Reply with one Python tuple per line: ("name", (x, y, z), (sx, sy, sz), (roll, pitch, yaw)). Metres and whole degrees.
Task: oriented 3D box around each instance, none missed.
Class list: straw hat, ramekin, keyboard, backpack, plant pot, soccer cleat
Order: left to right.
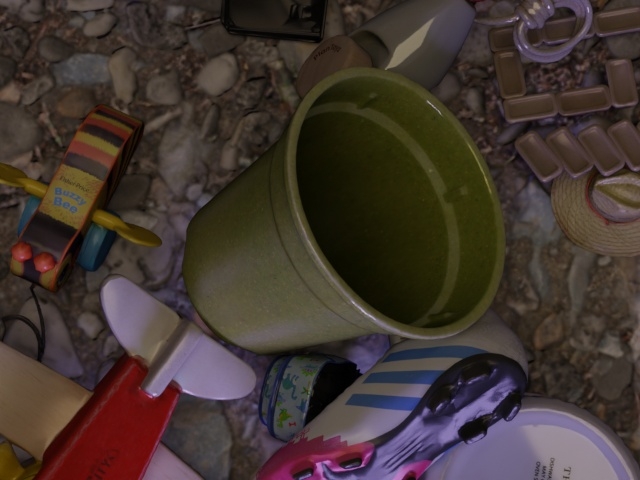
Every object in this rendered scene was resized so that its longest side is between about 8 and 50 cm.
("backpack", (-0.018, 0.169, 1.679), (0.084, 0.114, 0.105), (11, 87, 22))
("plant pot", (0.000, 0.000, 1.599), (0.276, 0.254, 0.276), (18, 60, -35))
("keyboard", (0.002, -0.377, 1.765), (0.202, 0.033, 0.317), (6, 86, 8))
("soccer cleat", (0.067, 0.184, 1.601), (0.331, 0.143, 0.116), (-33, 118, 16))
("ramekin", (0.214, 0.282, 1.636), (0.273, 0.127, 0.272), (1, 75, -2))
("straw hat", (0.325, -0.051, 1.715), (0.145, 0.061, 0.144), (0, 86, 1))

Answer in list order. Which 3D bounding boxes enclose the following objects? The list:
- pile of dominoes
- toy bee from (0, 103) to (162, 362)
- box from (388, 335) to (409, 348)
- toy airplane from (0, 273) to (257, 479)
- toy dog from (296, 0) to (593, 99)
("pile of dominoes", (0.322, -0.157, 1.731), (0.251, 0.040, 0.196), (-8, 69, 4))
("toy bee", (-0.266, -0.006, 1.677), (0.195, 0.162, 0.298), (3, 85, 0))
("box", (0.126, 0.120, 1.693), (0.102, 0.087, 0.101), (-10, 86, 0))
("toy airplane", (-0.246, 0.226, 1.621), (0.384, 0.272, 0.386), (-10, 80, -30))
("toy dog", (0.106, -0.241, 1.694), (0.334, 0.161, 0.220), (-36, 125, -9))
